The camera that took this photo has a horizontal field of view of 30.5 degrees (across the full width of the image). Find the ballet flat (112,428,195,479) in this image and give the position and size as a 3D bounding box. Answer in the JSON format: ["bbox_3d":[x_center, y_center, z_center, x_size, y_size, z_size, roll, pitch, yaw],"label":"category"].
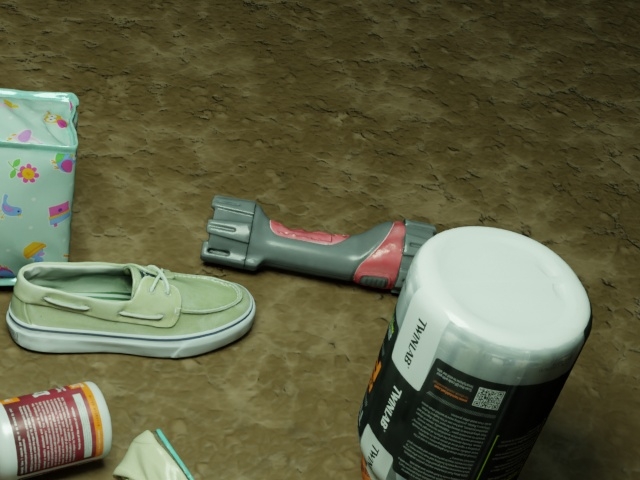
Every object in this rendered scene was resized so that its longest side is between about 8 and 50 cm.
[{"bbox_3d":[-0.130,0.300,1.200,0.086,0.086,0.248,-21,50,-36],"label":"ballet flat"}]

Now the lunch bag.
[{"bbox_3d":[-0.428,-0.067,1.405,0.262,0.223,0.160,3,35,-13],"label":"lunch bag"}]

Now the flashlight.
[{"bbox_3d":[0.000,0.000,1.572,0.304,0.103,0.103,12,13,-3],"label":"flashlight"}]

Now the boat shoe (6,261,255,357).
[{"bbox_3d":[-0.219,0.076,1.408,0.302,0.094,0.109,-3,43,-21],"label":"boat shoe"}]

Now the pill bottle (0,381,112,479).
[{"bbox_3d":[-0.303,0.204,1.234,0.152,0.086,0.086,-10,46,-29],"label":"pill bottle"}]

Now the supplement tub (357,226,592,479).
[{"bbox_3d":[0.151,0.157,1.263,0.193,0.316,0.194,10,38,-8],"label":"supplement tub"}]
